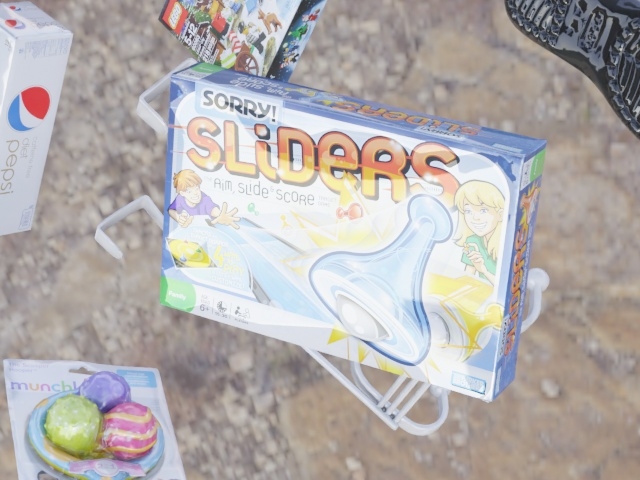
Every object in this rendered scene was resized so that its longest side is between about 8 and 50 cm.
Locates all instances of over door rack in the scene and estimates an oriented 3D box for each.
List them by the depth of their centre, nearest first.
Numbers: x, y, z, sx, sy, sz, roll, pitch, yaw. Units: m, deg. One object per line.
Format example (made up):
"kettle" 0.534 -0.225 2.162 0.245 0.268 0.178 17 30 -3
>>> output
"over door rack" 0.000 0.000 1.296 0.324 0.239 0.108 32 60 2

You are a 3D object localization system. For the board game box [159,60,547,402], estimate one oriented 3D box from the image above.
"board game box" 0.012 -0.008 0.884 0.201 0.136 0.035 14 24 23

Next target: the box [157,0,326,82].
"box" -0.064 -0.271 1.698 0.044 0.233 0.159 -16 53 -47

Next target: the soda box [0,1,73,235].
"soda box" -0.299 -0.111 1.580 0.069 0.216 0.074 -13 40 -45

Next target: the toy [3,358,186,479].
"toy" -0.172 0.158 1.345 0.137 0.056 0.237 6 35 -20

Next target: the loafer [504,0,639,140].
"loafer" 0.219 -0.127 1.106 0.078 0.080 0.220 -8 45 -43
